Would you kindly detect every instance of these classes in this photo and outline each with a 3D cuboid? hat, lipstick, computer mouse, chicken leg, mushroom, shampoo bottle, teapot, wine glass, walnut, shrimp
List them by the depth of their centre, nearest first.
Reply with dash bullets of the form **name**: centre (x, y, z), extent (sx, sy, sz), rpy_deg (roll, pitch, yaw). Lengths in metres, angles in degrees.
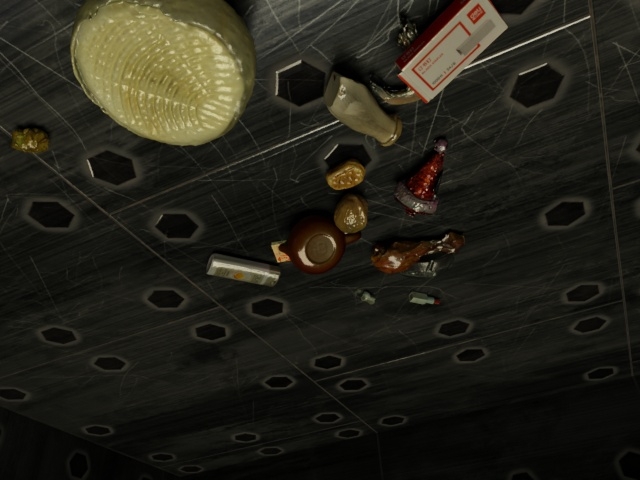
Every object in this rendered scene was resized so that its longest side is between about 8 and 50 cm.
- **shrimp**: centre (0.177, -0.393, 1.282), extent (0.152, 0.046, 0.219), rpy_deg (-17, 141, 11)
- **mushroom**: centre (0.092, -0.308, 1.343), extent (0.108, 0.096, 0.247), rpy_deg (-29, 140, 28)
- **hat**: centre (0.291, -0.174, 1.544), extent (0.140, 0.129, 0.228), rpy_deg (-23, 144, -51)
- **walnut**: centre (0.089, -0.078, 1.631), extent (0.105, 0.105, 0.124), rpy_deg (2, 141, -8)
- **teapot**: centre (0.000, 0.000, 1.717), extent (0.251, 0.135, 0.178), rpy_deg (-14, 114, -16)
- **chicken leg**: centre (0.309, 0.031, 1.808), extent (0.304, 0.093, 0.113), rpy_deg (-14, 128, 6)
- **shampoo bottle**: centre (-0.249, 0.097, 1.855), extent (0.227, 0.056, 0.086), rpy_deg (14, 140, -21)
- **computer mouse**: centre (0.349, 0.087, 1.894), extent (0.192, 0.062, 0.106), rpy_deg (-15, 140, 11)
- **wine glass**: centre (0.160, 0.201, 2.043), extent (0.042, 0.039, 0.083), rpy_deg (-30, 140, 26)
- **lipstick**: centre (0.385, 0.214, 2.084), extent (0.129, 0.030, 0.030), rpy_deg (12, 139, -20)

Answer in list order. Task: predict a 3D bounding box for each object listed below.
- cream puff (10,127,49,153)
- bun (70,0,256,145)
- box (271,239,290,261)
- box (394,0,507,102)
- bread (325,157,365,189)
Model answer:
- **cream puff**: centre (-0.702, -0.237, 1.386), extent (0.083, 0.058, 0.083), rpy_deg (18, 139, -28)
- **bun**: centre (-0.296, -0.369, 1.144), extent (0.364, 0.202, 0.364), rpy_deg (3, 145, 2)
- **box**: centre (-0.118, 0.034, 1.821), extent (0.058, 0.015, 0.093), rpy_deg (-9, 141, 4)
- **box**: centre (0.272, -0.412, 1.217), extent (0.229, 0.050, 0.123), rpy_deg (-42, 132, 20)
- **bread**: centre (0.069, -0.176, 1.549), extent (0.110, 0.044, 0.083), rpy_deg (-26, 141, 28)
